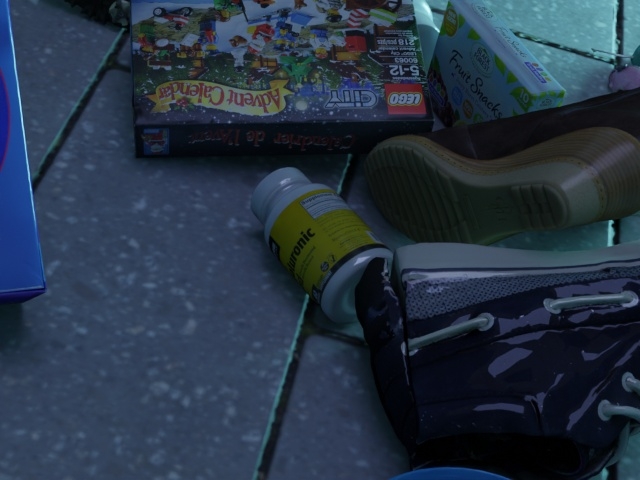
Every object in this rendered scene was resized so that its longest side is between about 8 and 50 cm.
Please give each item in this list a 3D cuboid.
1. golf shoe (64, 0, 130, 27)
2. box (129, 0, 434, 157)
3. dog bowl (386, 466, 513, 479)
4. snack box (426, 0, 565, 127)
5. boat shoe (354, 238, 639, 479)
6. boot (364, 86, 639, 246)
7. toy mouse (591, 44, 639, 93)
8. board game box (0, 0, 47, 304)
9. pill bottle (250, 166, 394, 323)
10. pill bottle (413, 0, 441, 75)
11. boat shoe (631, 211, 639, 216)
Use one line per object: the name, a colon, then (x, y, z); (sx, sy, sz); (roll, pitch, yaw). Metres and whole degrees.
golf shoe: (-0.109, -0.248, 1.203); (0.272, 0.105, 0.120); (3, 30, -2)
box: (-0.035, -0.144, 1.093); (0.233, 0.044, 0.159); (-2, 56, -8)
dog bowl: (0.123, 0.248, 0.708); (0.166, 0.074, 0.297); (-25, 53, -40)
snack box: (0.142, -0.124, 1.142); (0.037, 0.100, 0.141); (-8, 44, -27)
boat shoe: (0.198, 0.087, 0.892); (0.340, 0.127, 0.158); (-3, 46, -2)
boot: (0.175, -0.065, 1.019); (0.206, 0.090, 0.248); (-26, 20, -31)
toy mouse: (0.320, -0.160, 1.302); (0.161, 0.031, 0.143); (-25, 54, -39)
board game box: (-0.355, -0.061, 0.810); (0.347, 0.078, 0.233); (-6, 84, -25)
pill bottle: (0.000, 0.000, 0.972); (0.065, 0.065, 0.116); (-15, 47, -33)
pill bottle: (0.054, -0.205, 1.228); (0.078, 0.078, 0.137); (-5, 42, -24)
boat shoe: (0.250, -0.055, 1.118); (0.065, 0.075, 0.206); (37, 38, 29)
